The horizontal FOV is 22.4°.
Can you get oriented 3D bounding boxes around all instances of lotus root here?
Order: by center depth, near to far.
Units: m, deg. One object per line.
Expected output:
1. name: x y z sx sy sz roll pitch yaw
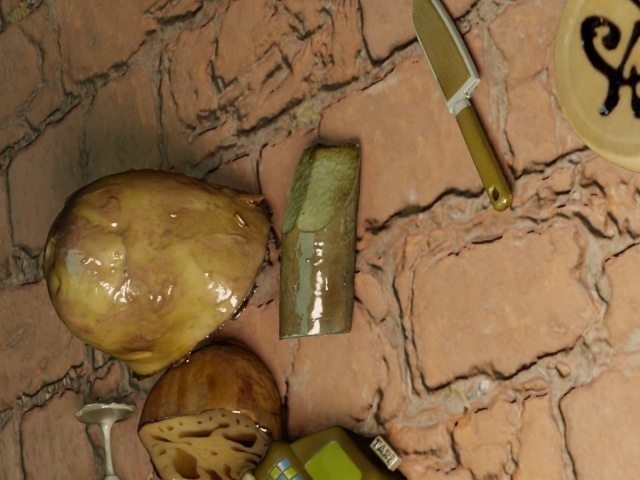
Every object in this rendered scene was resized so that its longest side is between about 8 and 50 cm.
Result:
1. lotus root: -0.129 0.234 2.178 0.188 0.199 0.180 -7 40 15

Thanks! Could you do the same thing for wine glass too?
1. wine glass: -0.310 0.336 2.394 0.122 0.122 0.182 -30 59 44

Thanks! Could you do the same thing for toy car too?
1. toy car: 0.025 0.328 1.967 0.198 0.204 0.248 -48 46 6

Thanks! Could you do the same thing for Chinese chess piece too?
1. Chinese chess piece: 0.360 -0.194 1.672 0.257 0.104 0.257 -8 79 49

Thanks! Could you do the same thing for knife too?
1. knife: 0.173 -0.183 1.945 0.061 0.027 0.343 -49 49 39

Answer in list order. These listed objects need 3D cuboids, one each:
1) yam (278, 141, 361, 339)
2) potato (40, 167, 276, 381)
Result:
1. yam: 0.000 0.000 2.075 0.106 0.106 0.259 0 87 49
2. potato: -0.239 0.011 2.147 0.301 0.237 0.288 -40 26 26
